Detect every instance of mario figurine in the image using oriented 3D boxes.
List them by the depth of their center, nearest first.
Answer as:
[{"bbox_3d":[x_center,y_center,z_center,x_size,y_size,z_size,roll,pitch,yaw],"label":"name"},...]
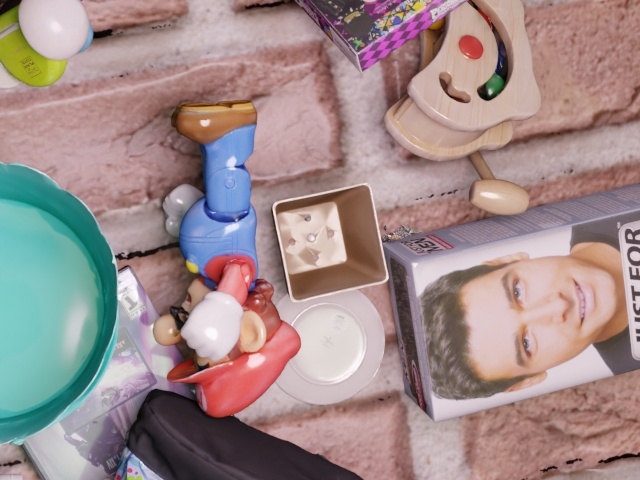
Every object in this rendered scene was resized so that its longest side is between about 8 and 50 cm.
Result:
[{"bbox_3d":[-0.125,0.022,1.426,0.170,0.198,0.320,-2,95,27],"label":"mario figurine"}]

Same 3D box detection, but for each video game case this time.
[{"bbox_3d":[0.073,-0.314,1.498,0.232,0.042,0.210,-35,63,-9],"label":"video game case"},{"bbox_3d":[-0.223,0.193,1.524,0.196,0.026,0.274,-31,98,-10],"label":"video game case"}]

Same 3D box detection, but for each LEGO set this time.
[{"bbox_3d":[0.076,0.008,1.588,0.083,0.023,0.054,-10,93,1],"label":"LEGO set"}]

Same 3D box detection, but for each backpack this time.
[{"bbox_3d":[-0.131,0.380,1.430,0.290,0.273,0.355,27,104,2],"label":"backpack"}]

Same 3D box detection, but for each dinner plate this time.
[{"bbox_3d":[0.006,0.115,1.577,0.141,0.017,0.141,-1,92,-14],"label":"dinner plate"}]

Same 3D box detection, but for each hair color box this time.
[{"bbox_3d":[0.271,0.059,1.574,0.374,0.113,0.185,-13,105,-12],"label":"hair color box"}]

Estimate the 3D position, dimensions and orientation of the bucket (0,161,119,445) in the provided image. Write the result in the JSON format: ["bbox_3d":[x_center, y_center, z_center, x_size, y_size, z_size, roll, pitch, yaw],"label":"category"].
[{"bbox_3d":[-0.329,0.063,1.393,0.281,0.183,0.281,1,86,-8],"label":"bucket"}]

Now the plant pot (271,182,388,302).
[{"bbox_3d":[0.000,0.000,1.528,0.109,0.096,0.109,-12,96,-13],"label":"plant pot"}]

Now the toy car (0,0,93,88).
[{"bbox_3d":[-0.298,-0.250,1.435,0.136,0.159,0.182,-36,103,-46],"label":"toy car"}]

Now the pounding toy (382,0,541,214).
[{"bbox_3d":[0.134,-0.151,1.529,0.154,0.155,0.269,6,62,-22],"label":"pounding toy"}]

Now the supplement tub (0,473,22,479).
[{"bbox_3d":[-0.364,0.281,1.472,0.107,0.071,0.071,-3,94,-12],"label":"supplement tub"}]
